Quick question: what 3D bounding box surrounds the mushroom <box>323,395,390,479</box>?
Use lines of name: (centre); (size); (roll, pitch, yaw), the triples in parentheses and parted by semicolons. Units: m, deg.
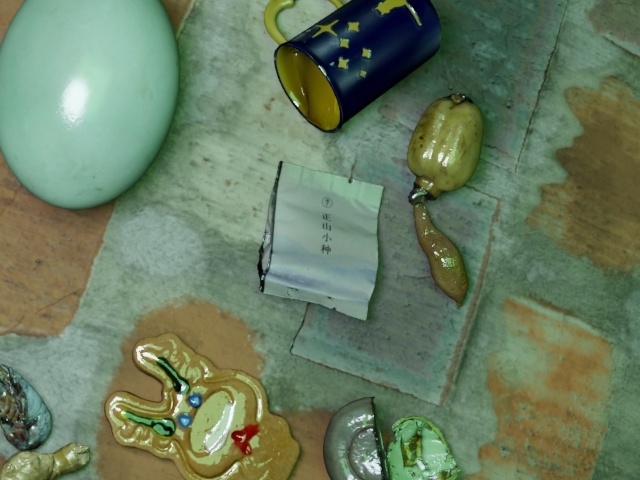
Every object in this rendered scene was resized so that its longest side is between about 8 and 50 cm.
mushroom: (0.064, 0.365, 1.729); (0.117, 0.141, 0.188); (-17, 81, 15)

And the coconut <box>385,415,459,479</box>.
coconut: (0.173, 0.388, 1.799); (0.133, 0.055, 0.158); (14, 81, -18)

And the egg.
egg: (-0.355, -0.238, 1.575); (0.276, 0.276, 0.388); (11, 78, -17)

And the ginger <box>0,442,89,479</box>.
ginger: (-0.436, 0.349, 1.586); (0.165, 0.096, 0.067); (-30, 52, -28)

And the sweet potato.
sweet potato: (0.216, 0.020, 1.850); (0.068, 0.068, 0.226); (-25, 92, -19)

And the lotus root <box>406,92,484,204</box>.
lotus root: (0.220, -0.157, 1.843); (0.118, 0.125, 0.220); (31, 77, -57)

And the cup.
cup: (0.046, -0.361, 1.776); (0.256, 0.178, 0.255); (-39, 98, -20)

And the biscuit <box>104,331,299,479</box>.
biscuit: (-0.185, 0.297, 1.696); (0.334, 0.047, 0.202); (33, 75, -13)

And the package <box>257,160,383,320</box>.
package: (0.000, 0.000, 1.789); (0.204, 0.062, 0.250); (15, 67, -16)

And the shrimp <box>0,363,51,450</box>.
shrimp: (-0.490, 0.226, 1.573); (0.079, 0.090, 0.232); (-45, 119, -30)
